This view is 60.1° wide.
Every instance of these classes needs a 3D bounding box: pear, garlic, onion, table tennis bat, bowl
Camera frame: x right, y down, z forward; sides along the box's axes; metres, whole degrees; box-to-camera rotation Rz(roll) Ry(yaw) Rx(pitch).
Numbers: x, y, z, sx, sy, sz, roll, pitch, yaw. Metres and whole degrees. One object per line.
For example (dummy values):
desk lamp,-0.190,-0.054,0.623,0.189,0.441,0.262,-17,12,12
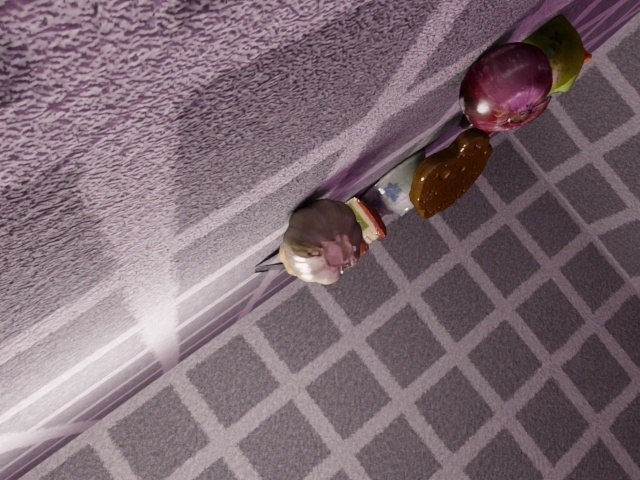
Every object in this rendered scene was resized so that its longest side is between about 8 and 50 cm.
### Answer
pear,0.600,-0.465,1.479,0.292,0.159,0.292,-35,172,-6
garlic,0.001,-0.004,1.392,0.228,0.227,0.152,-34,-143,-28
onion,0.402,-0.335,1.236,0.201,0.200,0.207,-36,-172,-7
table tennis bat,0.438,-0.408,1.692,0.107,0.119,0.170,-55,-162,19
bowl,0.294,-0.177,2.013,0.313,0.146,0.313,-36,174,-4

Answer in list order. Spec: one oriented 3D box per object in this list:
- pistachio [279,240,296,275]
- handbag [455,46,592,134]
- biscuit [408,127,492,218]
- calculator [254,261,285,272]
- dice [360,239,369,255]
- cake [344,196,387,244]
pistachio,-0.011,0.005,1.550,0.229,0.157,0.157,-45,173,10
handbag,0.672,-0.505,1.854,0.303,0.116,0.410,-28,169,-43
biscuit,0.427,-0.223,1.854,0.359,0.074,0.381,-52,149,19
calculator,-0.073,0.071,1.811,0.161,0.021,0.262,-8,-178,39
dice,0.062,0.016,2.007,0.175,0.174,0.179,-39,174,5
cake,0.154,-0.059,1.896,0.086,0.116,0.220,-32,157,17
